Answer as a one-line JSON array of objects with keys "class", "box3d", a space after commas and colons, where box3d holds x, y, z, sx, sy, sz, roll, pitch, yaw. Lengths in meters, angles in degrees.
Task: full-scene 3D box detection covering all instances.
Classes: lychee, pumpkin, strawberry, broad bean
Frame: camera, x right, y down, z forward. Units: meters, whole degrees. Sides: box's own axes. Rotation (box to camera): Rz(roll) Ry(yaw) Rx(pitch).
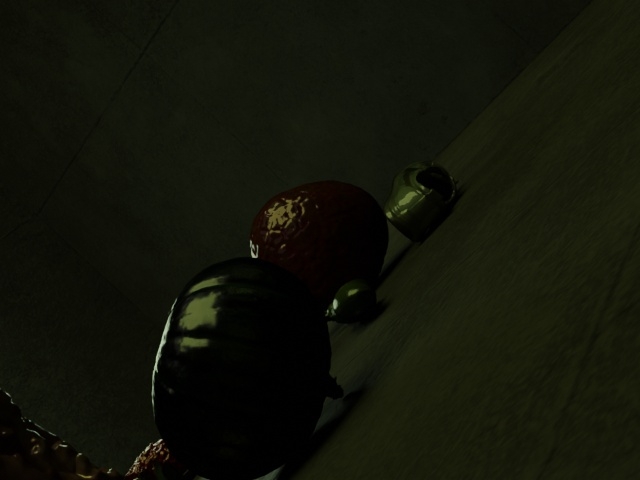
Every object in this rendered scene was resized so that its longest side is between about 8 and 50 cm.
[{"class": "lychee", "box3d": [0.000, 0.000, 1.921, 0.255, 0.300, 0.255, -13, -29, -7]}, {"class": "pumpkin", "box3d": [-0.077, 0.145, 1.176, 0.250, 0.216, 0.249, -165, 90, -73]}, {"class": "strawberry", "box3d": [-0.282, 0.409, 2.008, 0.174, 0.098, 0.228, -46, 2, 21]}, {"class": "broad bean", "box3d": [0.036, 0.105, 1.639, 0.098, 0.056, 0.318, -28, -6, -20]}]

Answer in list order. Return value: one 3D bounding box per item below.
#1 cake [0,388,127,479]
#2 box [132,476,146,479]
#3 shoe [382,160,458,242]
[{"class": "cake", "box3d": [-0.328, 0.339, 1.013, 0.293, 0.314, 0.307, -45, 0, 28]}, {"class": "box", "box3d": [-0.320, 0.460, 1.615, 0.133, 0.099, 0.182, -44, 3, 35]}, {"class": "shoe", "box3d": [0.190, -0.089, 1.881, 0.098, 0.103, 0.275, -45, 8, 26]}]
